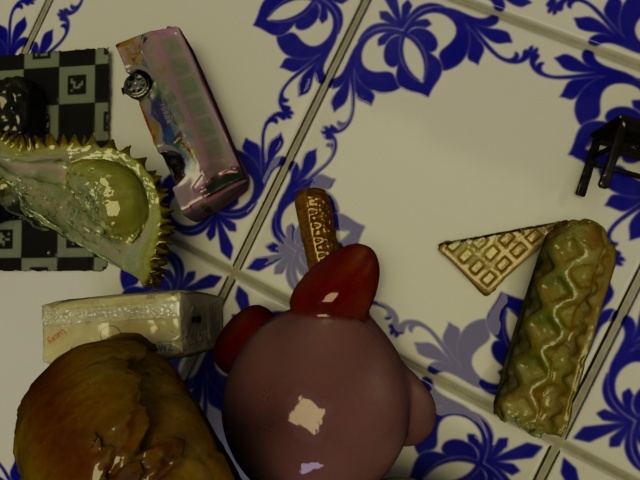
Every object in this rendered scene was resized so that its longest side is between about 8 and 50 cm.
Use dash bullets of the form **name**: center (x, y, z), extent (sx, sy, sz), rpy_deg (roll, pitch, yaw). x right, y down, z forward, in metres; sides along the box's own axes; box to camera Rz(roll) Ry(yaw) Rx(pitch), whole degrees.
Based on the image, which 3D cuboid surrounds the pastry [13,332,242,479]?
- **pastry**: center (-0.167, 0.255, 0.501), extent (0.164, 0.356, 0.356), rpy_deg (-34, 80, -25)

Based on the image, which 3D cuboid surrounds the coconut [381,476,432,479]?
- **coconut**: center (0.093, 0.444, 0.484), extent (0.346, 0.360, 0.346), rpy_deg (0, 87, 8)

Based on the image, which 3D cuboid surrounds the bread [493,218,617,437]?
- **bread**: center (0.290, 0.103, 0.603), extent (0.098, 0.087, 0.269), rpy_deg (15, 91, -23)

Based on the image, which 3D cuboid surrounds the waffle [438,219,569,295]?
- **waffle**: center (0.246, -0.006, 0.659), extent (0.152, 0.023, 0.097), rpy_deg (-43, 81, 6)

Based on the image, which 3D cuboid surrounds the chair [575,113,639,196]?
- **chair**: center (0.412, -0.150, 0.612), extent (0.101, 0.084, 0.213), rpy_deg (17, 89, 7)

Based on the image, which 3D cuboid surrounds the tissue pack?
- **tissue pack**: center (-0.250, 0.120, 0.673), extent (0.196, 0.148, 0.092), rpy_deg (-4, 81, 10)

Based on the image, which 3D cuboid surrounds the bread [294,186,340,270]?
- **bread**: center (0.000, 0.000, 0.690), extent (0.052, 0.044, 0.157), rpy_deg (-13, 84, 5)

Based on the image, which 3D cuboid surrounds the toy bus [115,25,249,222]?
- **toy bus**: center (-0.201, -0.171, 0.716), extent (0.112, 0.090, 0.274), rpy_deg (-24, 84, -2)

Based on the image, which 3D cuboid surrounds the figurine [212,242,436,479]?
- **figurine**: center (-0.017, 0.178, 0.575), extent (0.269, 0.211, 0.261), rpy_deg (-31, 85, 26)

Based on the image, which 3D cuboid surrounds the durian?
- **durian**: center (-0.327, -0.051, 0.662), extent (0.306, 0.166, 0.172), rpy_deg (41, 129, -14)

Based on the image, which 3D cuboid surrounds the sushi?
- **sushi**: center (-0.509, -0.130, 0.765), extent (0.343, 0.064, 0.359), rpy_deg (-1, 87, 7)
